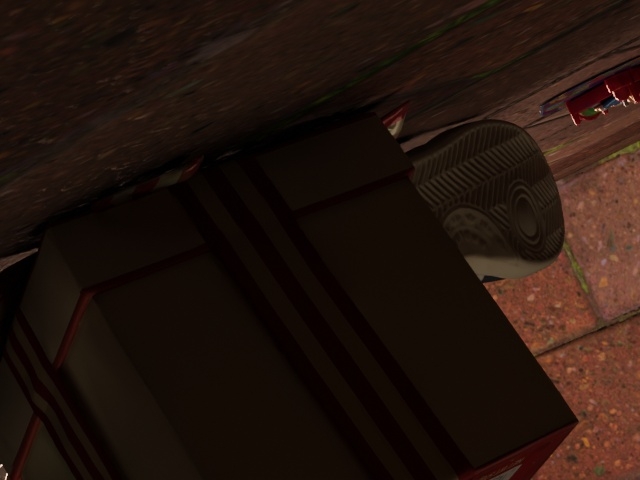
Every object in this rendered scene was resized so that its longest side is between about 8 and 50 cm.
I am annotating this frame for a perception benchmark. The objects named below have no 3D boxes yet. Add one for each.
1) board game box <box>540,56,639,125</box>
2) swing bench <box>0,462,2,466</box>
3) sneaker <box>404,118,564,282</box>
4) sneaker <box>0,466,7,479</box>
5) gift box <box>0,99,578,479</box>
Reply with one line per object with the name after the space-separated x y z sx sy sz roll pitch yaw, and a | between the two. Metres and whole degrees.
0.258 -0.127 1.735 0.133 0.033 0.168 -25 176 4 | board game box
-0.266 0.216 1.493 0.165 0.255 0.253 -22 176 -36 | swing bench
0.059 -0.009 1.532 0.148 0.131 0.350 -18 175 35 | sneaker
-0.442 0.222 1.734 0.236 0.130 0.323 -7 -163 25 | sneaker
-0.027 0.075 1.138 0.255 0.258 0.276 -19 155 -35 | gift box
